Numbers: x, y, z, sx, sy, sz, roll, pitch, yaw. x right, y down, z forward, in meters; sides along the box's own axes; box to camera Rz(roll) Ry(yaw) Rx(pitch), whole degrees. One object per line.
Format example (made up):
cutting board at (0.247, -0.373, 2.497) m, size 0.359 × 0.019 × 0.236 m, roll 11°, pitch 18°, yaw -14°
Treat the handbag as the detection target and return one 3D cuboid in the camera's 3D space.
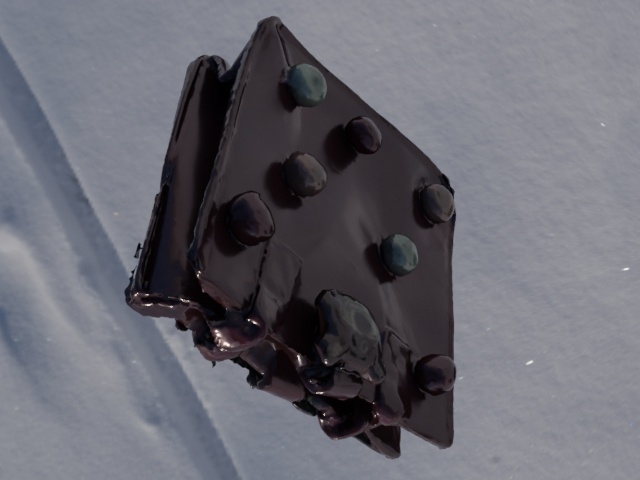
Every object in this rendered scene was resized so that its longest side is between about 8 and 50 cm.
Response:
handbag at (0.002, -0.002, 0.504) m, size 0.074 × 0.203 × 0.216 m, roll -28°, pitch 39°, yaw 32°
